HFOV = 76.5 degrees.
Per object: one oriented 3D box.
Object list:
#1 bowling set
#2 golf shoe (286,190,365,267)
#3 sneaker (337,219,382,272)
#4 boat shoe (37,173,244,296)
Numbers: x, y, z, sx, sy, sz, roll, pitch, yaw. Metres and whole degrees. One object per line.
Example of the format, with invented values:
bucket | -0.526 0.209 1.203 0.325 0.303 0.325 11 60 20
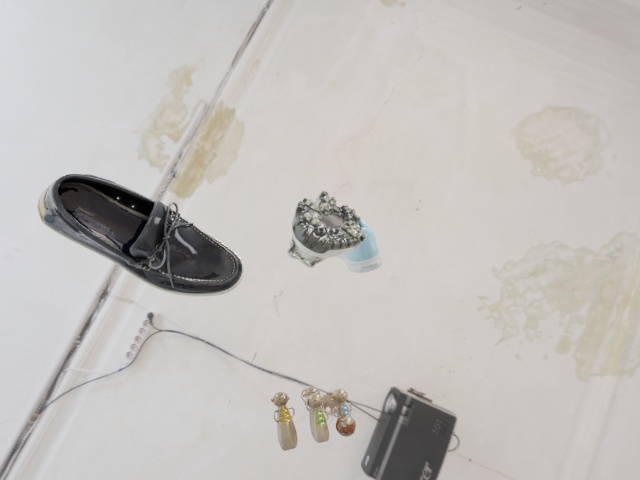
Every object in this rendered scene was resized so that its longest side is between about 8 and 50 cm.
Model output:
bowling set | 0.027 0.481 1.156 0.287 0.200 0.154 9 -123 -42
golf shoe | 0.000 0.000 0.640 0.105 0.273 0.120 35 -78 2
sneaker | 0.093 -0.024 1.259 0.135 0.366 0.150 -15 -74 -13
boat shoe | -0.406 -0.004 0.979 0.500 0.156 0.186 30 -120 -23
